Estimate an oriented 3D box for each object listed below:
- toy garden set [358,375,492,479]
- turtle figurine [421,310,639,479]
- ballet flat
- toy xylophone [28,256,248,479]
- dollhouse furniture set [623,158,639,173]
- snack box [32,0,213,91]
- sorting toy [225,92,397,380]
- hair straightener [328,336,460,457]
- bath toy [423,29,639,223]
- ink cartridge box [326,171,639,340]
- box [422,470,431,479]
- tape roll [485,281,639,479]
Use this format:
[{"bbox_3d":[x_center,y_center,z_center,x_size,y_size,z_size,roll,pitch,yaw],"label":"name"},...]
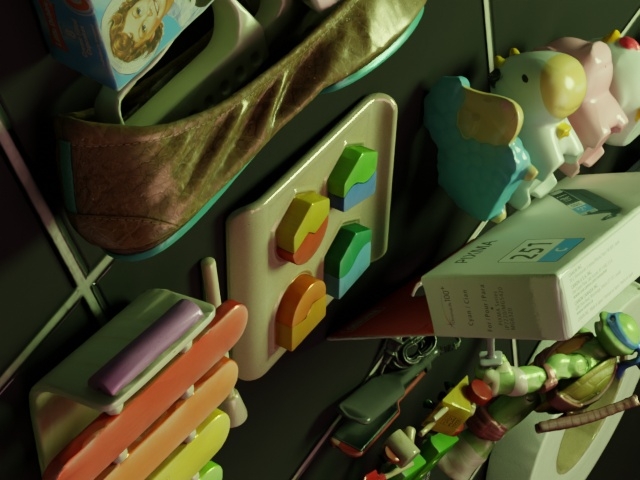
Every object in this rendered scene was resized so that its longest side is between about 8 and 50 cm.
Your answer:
[{"bbox_3d":[0.063,0.237,1.484,0.244,0.049,0.204,-23,155,-50],"label":"toy garden set"},{"bbox_3d":[0.209,0.128,1.618,0.266,0.275,0.198,-49,-154,26],"label":"turtle figurine"},{"bbox_3d":[-0.049,-0.131,0.934,0.342,0.116,0.124,-43,129,-29],"label":"ballet flat"},{"bbox_3d":[-0.119,0.151,1.070,0.236,0.081,0.322,-48,151,-30],"label":"toy xylophone"},{"bbox_3d":[0.456,-0.168,1.865,0.286,0.198,0.303,-3,151,-38],"label":"dollhouse furniture set"},{"bbox_3d":[-0.100,-0.255,0.746,0.187,0.060,0.322,-49,151,-27],"label":"snack box"},{"bbox_3d":[0.000,0.000,1.199,0.208,0.038,0.193,-41,147,-38],"label":"sorting toy"},{"bbox_3d":[0.088,0.136,1.480,0.230,0.047,0.089,-31,140,-48],"label":"hair straightener"},{"bbox_3d":[0.234,-0.140,1.408,0.348,0.129,0.151,-26,157,-50],"label":"bath toy"},{"bbox_3d":[0.181,0.012,1.359,0.296,0.261,0.066,-31,112,-49],"label":"ink cartridge box"},{"bbox_3d":[0.105,0.310,1.710,0.067,0.018,0.083,-38,145,-42],"label":"box"},{"bbox_3d":[0.369,0.231,2.068,0.392,0.072,0.392,-42,147,-37],"label":"tape roll"}]
